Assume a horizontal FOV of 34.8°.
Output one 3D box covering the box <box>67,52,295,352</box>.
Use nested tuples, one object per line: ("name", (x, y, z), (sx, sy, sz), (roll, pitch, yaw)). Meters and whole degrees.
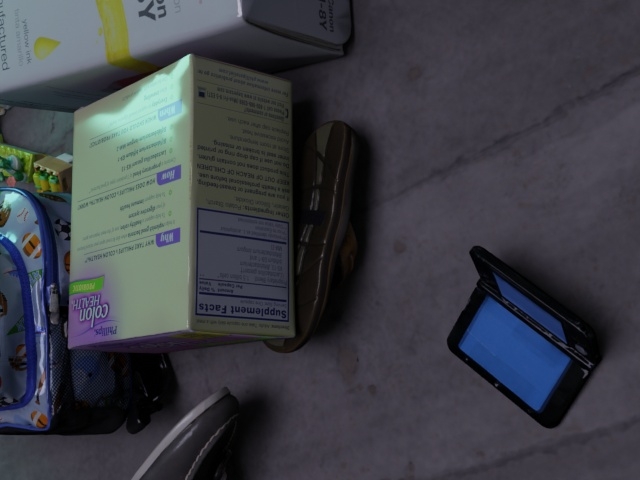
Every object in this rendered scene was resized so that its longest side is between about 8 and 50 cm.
("box", (-0.134, -0.022, 0.962), (0.213, 0.117, 0.243), (-13, 73, 47))

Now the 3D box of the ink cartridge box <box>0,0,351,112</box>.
("ink cartridge box", (-0.176, -0.296, 1.009), (0.385, 0.160, 0.279), (-6, 86, 36))

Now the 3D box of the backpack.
("backpack", (-0.319, 0.074, 1.093), (0.276, 0.213, 0.263), (-9, 74, 38))

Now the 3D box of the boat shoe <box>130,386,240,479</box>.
("boat shoe", (-0.153, 0.278, 1.030), (0.095, 0.112, 0.335), (43, 120, 9))

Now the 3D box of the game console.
("game console", (0.156, 0.079, 0.823), (0.122, 0.107, 0.071), (39, 83, 29))

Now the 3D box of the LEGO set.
("LEGO set", (-0.405, -0.134, 1.207), (0.132, 0.107, 0.287), (-47, 64, 26))

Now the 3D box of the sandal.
("sandal", (0.000, 0.000, 0.944), (0.090, 0.060, 0.219), (10, 85, 50))
